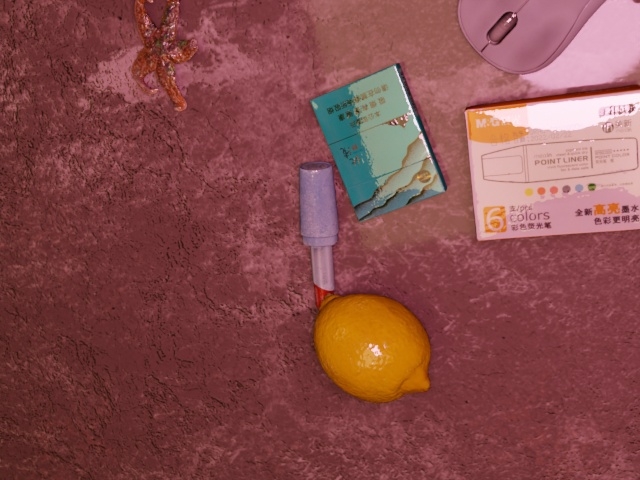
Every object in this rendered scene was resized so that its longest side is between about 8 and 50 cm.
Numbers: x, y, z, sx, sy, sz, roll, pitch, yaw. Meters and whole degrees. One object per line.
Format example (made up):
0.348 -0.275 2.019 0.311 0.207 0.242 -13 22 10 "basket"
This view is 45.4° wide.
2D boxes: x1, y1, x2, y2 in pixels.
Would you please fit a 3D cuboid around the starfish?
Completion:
-0.274 -0.332 1.352 0.150 0.053 0.209 -5 109 31 "starfish"

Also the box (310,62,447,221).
0.099 -0.161 1.286 0.161 0.042 0.226 -19 99 22 "box"

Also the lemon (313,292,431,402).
0.088 0.182 1.316 0.244 0.187 0.187 37 114 19 "lemon"

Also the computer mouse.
0.337 -0.379 1.110 0.297 0.121 0.184 -41 93 22 "computer mouse"

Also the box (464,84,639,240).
0.367 -0.117 1.193 0.274 0.091 0.220 -6 104 17 "box"

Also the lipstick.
0.000 0.000 1.355 0.068 0.061 0.274 2 112 14 "lipstick"
